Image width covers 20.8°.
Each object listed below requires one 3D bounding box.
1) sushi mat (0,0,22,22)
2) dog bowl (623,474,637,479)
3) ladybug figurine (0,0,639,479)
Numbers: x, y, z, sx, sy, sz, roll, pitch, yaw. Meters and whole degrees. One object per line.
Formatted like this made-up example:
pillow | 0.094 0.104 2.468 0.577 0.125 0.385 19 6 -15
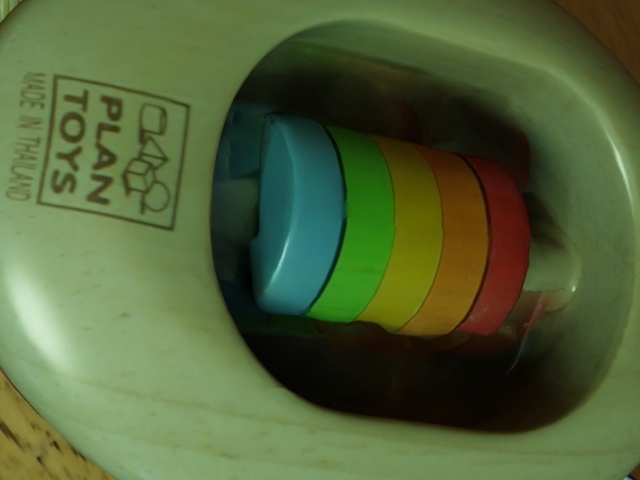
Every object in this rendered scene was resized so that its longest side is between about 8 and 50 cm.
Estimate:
sushi mat | -0.174 -0.187 0.821 0.151 0.019 0.316 -3 105 -27
dog bowl | 0.085 0.231 1.025 0.265 0.104 0.264 -8 107 -27
ladybug figurine | 0.000 0.000 0.859 0.449 0.162 0.305 15 77 -35
